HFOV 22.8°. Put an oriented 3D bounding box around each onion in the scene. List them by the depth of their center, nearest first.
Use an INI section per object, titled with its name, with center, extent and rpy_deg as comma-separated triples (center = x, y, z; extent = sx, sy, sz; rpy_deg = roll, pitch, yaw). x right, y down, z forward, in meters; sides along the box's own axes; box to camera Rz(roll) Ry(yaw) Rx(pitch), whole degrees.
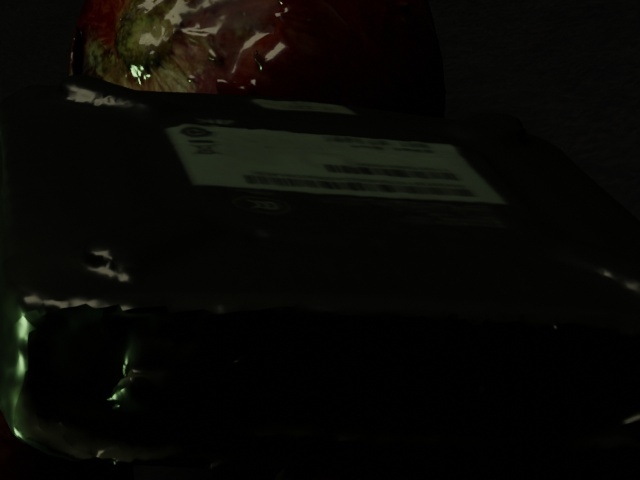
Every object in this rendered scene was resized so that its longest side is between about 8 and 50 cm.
[onion]
center = -0.043, -0.107, 1.110
extent = 0.276, 0.276, 0.276
rpy_deg = -23, 23, 10

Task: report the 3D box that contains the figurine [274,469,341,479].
[figurine]
center = 0.008, 0.149, 0.697
extent = 0.146, 0.081, 0.098
rpy_deg = 10, 79, 56

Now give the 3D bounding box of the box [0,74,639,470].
[box]
center = 0.000, 0.000, 0.819
extent = 0.359, 0.091, 0.350
rpy_deg = 3, 22, -15

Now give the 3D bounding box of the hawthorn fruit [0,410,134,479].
[hawthorn fruit]
center = -0.208, 0.151, 0.783
extent = 0.250, 0.215, 0.215
rpy_deg = -26, 23, 9
